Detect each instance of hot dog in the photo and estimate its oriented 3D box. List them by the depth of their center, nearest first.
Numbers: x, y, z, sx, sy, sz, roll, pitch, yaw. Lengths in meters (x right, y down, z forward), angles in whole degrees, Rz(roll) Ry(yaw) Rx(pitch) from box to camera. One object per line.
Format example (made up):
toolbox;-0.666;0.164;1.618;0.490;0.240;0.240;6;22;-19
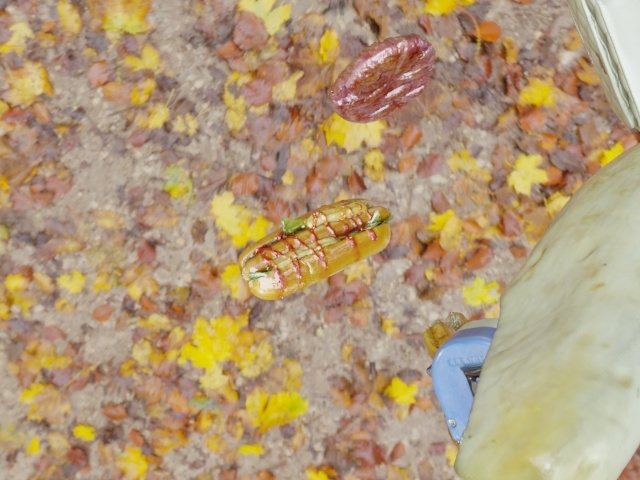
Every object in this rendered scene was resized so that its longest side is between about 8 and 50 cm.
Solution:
hot dog;0.000;0.000;1.147;0.250;0.104;0.076;-23;150;-21

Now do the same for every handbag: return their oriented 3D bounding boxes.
handbag;0.436;-0.291;1.214;0.079;0.219;0.256;-28;110;6

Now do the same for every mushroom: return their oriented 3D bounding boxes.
mushroom;0.159;0.026;0.435;0.107;0.333;0.087;-2;121;50

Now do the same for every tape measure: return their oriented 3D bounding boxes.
tape measure;0.334;0.227;1.273;0.351;0.098;0.215;-15;102;41

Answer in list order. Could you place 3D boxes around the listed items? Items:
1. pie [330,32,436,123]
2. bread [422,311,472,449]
pie;0.079;-0.201;1.015;0.154;0.154;0.036;-32;69;14
bread;0.300;0.291;1.684;0.185;0.380;0.109;30;118;-28
